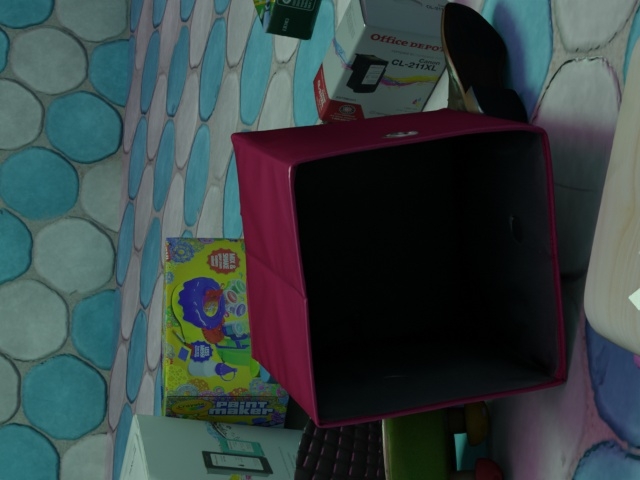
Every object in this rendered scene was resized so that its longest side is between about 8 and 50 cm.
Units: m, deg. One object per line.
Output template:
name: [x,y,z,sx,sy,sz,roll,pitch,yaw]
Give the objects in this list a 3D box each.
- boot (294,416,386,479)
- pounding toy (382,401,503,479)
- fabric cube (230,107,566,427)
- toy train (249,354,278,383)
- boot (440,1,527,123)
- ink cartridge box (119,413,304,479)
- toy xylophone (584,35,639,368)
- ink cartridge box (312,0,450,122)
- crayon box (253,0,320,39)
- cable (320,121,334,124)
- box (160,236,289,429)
boot: [0.046,0.201,1.744,0.222,0.118,0.338,91,-167,-73]
pounding toy: [0.137,0.220,1.533,0.237,0.110,0.183,17,-112,-78]
fabric cube: [0.069,0.012,1.450,0.258,0.254,0.259,-147,50,-72]
toy train: [-0.033,0.170,1.982,0.248,0.143,0.105,170,108,-72]
boot: [0.158,-0.164,1.627,0.219,0.082,0.106,-101,28,-42]
ink cartridge box: [-0.135,0.379,2.002,0.197,0.270,0.198,-118,39,-62]
toy xylophone: [0.294,-0.032,1.125,0.236,0.081,0.322,-129,50,-67]
ink cartridge box: [0.079,-0.224,1.826,0.175,0.127,0.072,117,153,-48]
crayon box: [-0.058,-0.500,2.474,0.323,0.083,0.203,-108,31,-56]
cable: [0.027,-0.137,2.053,0.287,0.072,0.139,-112,38,-59]
box: [-0.150,0.192,2.207,0.279,0.177,0.290,100,169,-49]
